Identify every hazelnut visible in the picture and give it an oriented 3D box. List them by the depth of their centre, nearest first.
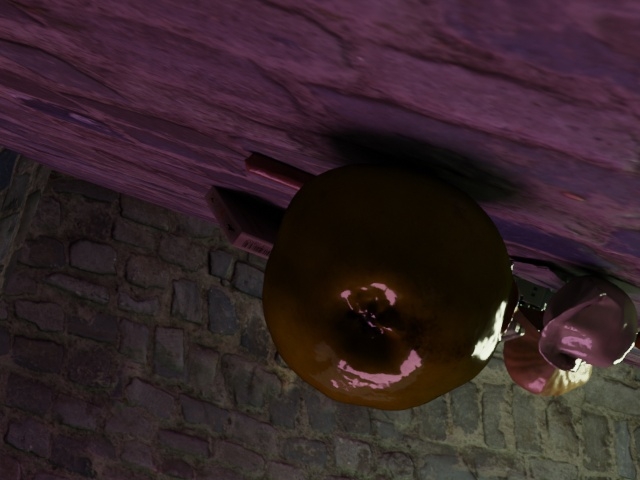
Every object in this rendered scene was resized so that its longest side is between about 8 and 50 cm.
[{"bbox_3d":[0.631,0.305,1.713,0.261,0.261,0.241,19,174,-5],"label":"hazelnut"}]

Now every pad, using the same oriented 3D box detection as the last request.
[{"bbox_3d":[0.462,0.149,1.400,0.267,0.004,0.181,24,-153,-54],"label":"pad"}]

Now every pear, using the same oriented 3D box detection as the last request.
[{"bbox_3d":[0.073,0.043,0.758,0.287,0.287,0.375,19,-164,-4],"label":"pear"}]

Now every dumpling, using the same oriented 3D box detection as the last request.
[{"bbox_3d":[0.439,0.142,1.017,0.250,0.162,0.132,24,-165,-47],"label":"dumpling"}]

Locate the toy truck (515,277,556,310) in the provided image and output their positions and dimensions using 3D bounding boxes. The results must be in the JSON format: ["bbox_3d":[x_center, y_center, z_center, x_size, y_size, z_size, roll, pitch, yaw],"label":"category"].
[{"bbox_3d":[0.482,0.120,1.257,0.175,0.067,0.081,21,170,14],"label":"toy truck"}]

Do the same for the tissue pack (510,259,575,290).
[{"bbox_3d":[0.422,0.072,1.124,0.193,0.026,0.122,24,174,-30],"label":"tissue pack"}]

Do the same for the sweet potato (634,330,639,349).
[{"bbox_3d":[0.791,0.233,1.422,0.056,0.056,0.195,21,169,-22],"label":"sweet potato"}]

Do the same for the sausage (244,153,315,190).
[{"bbox_3d":[-0.051,-0.100,0.978,0.147,0.030,0.035,20,172,-19],"label":"sausage"}]

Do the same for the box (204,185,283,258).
[{"bbox_3d":[-0.125,-0.013,1.645,0.365,0.051,0.204,23,-158,-45],"label":"box"}]

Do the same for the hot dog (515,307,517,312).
[{"bbox_3d":[0.337,0.165,1.615,0.349,0.117,0.158,4,179,0],"label":"hot dog"}]

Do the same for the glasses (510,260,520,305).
[{"bbox_3d":[0.283,0.039,1.107,0.190,0.088,0.220,32,160,18],"label":"glasses"}]

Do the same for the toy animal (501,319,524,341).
[{"bbox_3d":[0.334,0.183,1.469,0.266,0.188,0.308,-28,158,20],"label":"toy animal"}]
